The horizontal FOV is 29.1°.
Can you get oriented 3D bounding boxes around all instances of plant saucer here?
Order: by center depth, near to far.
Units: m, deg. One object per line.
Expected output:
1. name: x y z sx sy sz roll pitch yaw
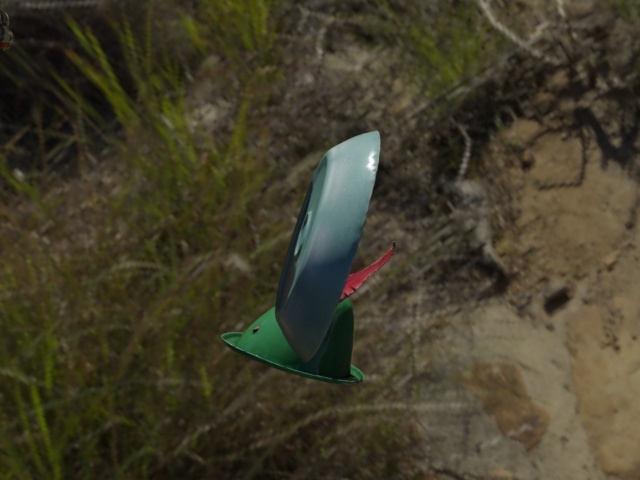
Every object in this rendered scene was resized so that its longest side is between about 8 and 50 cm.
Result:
1. plant saucer: 0.000 0.000 0.608 0.119 0.021 0.119 -163 90 -83

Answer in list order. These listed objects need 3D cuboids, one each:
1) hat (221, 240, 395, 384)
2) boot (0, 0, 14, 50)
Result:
1. hat: 0.001 0.062 1.478 0.209 0.173 0.183 18 96 24
2. boot: -0.278 -0.205 0.762 0.085 0.236 0.178 -8 93 24
